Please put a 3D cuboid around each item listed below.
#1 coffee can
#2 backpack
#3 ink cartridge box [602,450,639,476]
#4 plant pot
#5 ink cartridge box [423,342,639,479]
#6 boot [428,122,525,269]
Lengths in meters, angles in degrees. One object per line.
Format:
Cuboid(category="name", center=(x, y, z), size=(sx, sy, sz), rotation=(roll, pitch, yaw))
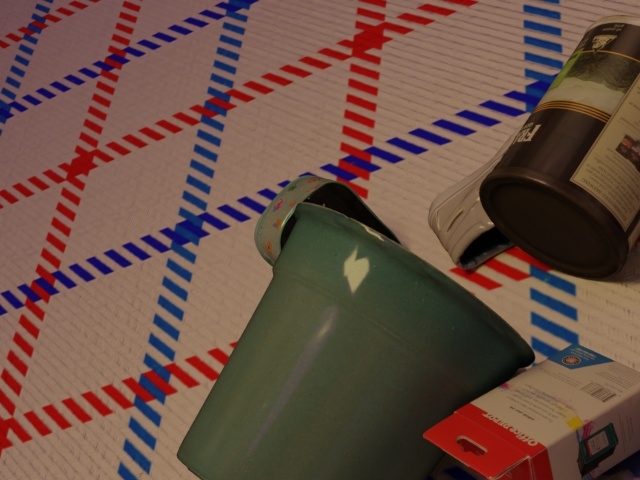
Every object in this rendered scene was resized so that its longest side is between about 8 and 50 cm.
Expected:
Cuboid(category="coffee can", center=(0.357, -0.118, 1.684), size=(0.201, 0.201, 0.275), rotation=(12, 59, 48))
Cuboid(category="backpack", center=(0.000, 0.000, 1.891), size=(0.166, 0.188, 0.144), rotation=(-48, 36, -10))
Cuboid(category="ink cartridge box", center=(0.275, 0.342, 1.378), size=(0.324, 0.071, 0.330), rotation=(-7, 48, 38))
Cuboid(category="plant pot", center=(0.024, 0.188, 1.577), size=(0.341, 0.341, 0.334), rotation=(22, 76, 51))
Cuboid(category="ink cartridge box", center=(0.244, 0.212, 1.458), size=(0.231, 0.078, 0.134), rotation=(-26, 26, -23))
Cuboid(category="boot", center=(0.271, -0.063, 1.812), size=(0.258, 0.095, 0.123), rotation=(-40, 40, 15))
